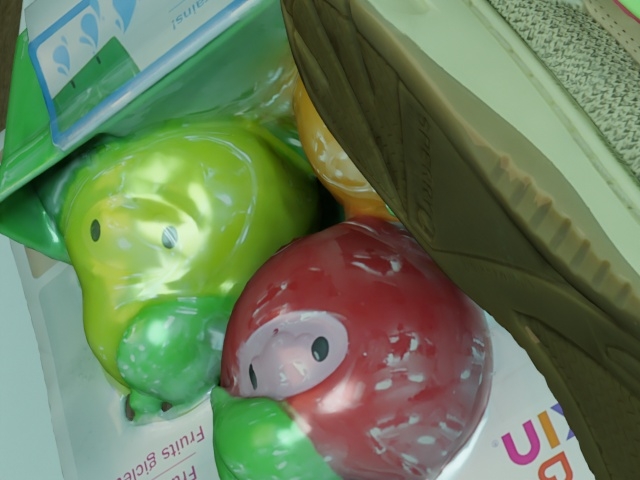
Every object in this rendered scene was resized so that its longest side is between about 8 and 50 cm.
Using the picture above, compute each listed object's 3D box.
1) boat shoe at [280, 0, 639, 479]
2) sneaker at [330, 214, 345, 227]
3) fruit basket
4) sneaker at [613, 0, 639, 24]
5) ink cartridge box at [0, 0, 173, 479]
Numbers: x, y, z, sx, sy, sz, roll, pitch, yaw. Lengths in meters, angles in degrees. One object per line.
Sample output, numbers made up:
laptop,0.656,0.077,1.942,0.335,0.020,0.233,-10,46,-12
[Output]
boat shoe,0.117,0.012,0.424,0.341,0.110,0.122,54,163,24
sneaker,0.017,0.002,0.775,0.086,0.064,0.192,-53,28,19
fruit basket,0.000,0.000,0.607,0.327,0.165,0.353,-34,48,21
sneaker,0.183,-0.087,0.334,0.202,0.185,0.483,-55,45,29
ink cartridge box,-0.115,0.048,0.900,0.272,0.130,0.310,100,173,-67
